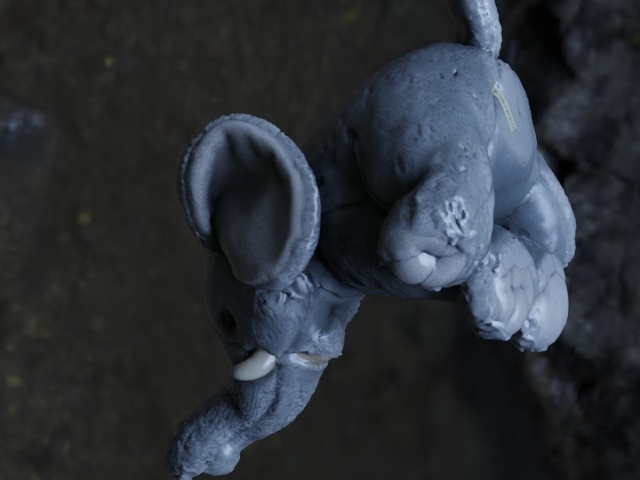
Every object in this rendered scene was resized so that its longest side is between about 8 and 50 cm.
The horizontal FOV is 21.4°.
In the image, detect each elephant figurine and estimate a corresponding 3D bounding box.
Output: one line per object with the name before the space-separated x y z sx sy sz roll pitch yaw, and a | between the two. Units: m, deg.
elephant figurine | 0.000 0.000 0.899 0.169 0.239 0.186 54 38 -33
